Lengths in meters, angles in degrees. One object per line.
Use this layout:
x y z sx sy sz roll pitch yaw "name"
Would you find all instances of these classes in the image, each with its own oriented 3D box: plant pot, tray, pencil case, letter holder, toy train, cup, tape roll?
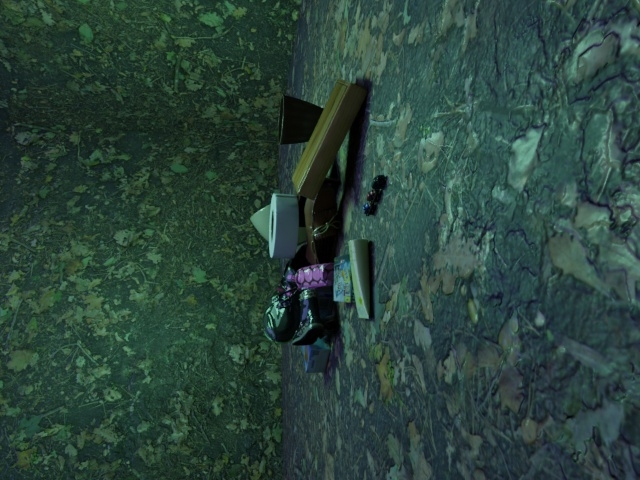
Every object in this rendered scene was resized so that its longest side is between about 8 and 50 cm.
-0.065 -0.529 1.939 0.215 0.231 0.215 -177 90 -79 "plant pot"
0.019 -0.366 1.553 0.410 0.076 0.203 -62 20 17 "tray"
-0.014 0.148 1.722 0.209 0.095 0.098 -19 36 52 "pencil case"
-0.027 -0.231 1.899 0.301 0.152 0.214 106 164 -50 "letter holder"
0.153 -0.128 1.259 0.158 0.036 0.027 105 163 -48 "toy train"
-0.182 -0.077 2.344 0.236 0.331 0.331 65 166 3 "cup"
-0.163 -0.063 1.885 0.286 0.100 0.286 -178 90 -79 "tape roll"

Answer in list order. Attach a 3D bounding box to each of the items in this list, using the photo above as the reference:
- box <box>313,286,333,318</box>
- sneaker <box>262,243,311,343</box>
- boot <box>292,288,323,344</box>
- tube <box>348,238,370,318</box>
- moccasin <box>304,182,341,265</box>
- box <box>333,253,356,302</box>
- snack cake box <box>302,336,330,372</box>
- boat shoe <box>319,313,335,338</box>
0.003 0.251 1.832 0.137 0.072 0.126 -109 25 -60 "box"
-0.132 0.217 1.897 0.202 0.185 0.482 89 -164 -58 "sneaker"
-0.056 0.315 1.741 0.236 0.085 0.178 127 143 -52 "boot"
0.123 0.117 1.315 0.070 0.062 0.240 8 -104 -61 "tube"
0.009 -0.045 1.714 0.147 0.139 0.379 44 134 46 "moccasin"
0.092 0.132 1.484 0.233 0.044 0.159 153 118 -77 "box"
-0.029 0.432 1.914 0.264 0.089 0.152 -104 19 -55 "snack cake box"
0.026 0.350 1.749 0.066 0.066 0.183 66 154 19 "boat shoe"
